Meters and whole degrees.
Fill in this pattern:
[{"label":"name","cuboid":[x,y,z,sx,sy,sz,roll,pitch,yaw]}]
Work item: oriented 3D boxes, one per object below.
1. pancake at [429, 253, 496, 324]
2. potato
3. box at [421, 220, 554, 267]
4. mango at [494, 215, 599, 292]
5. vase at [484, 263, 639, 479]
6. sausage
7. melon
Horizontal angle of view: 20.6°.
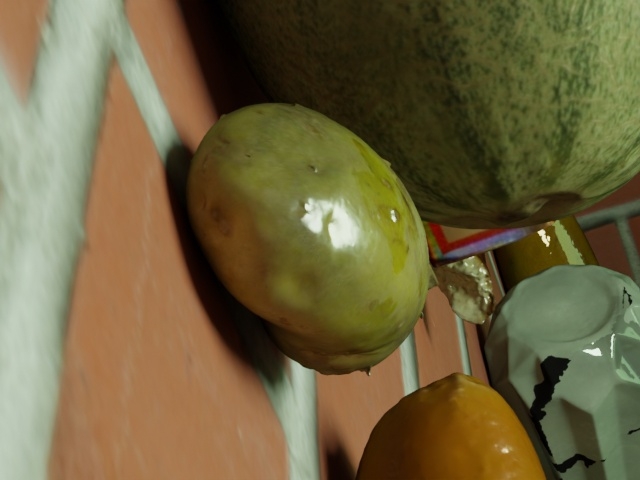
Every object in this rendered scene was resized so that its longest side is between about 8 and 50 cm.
[{"label":"pancake","cuboid":[0.063,-0.091,1.223,0.212,0.056,0.257,-74,147,-67]},{"label":"potato","cuboid":[0.000,0.000,0.640,0.138,0.070,0.091,51,24,-67]},{"label":"box","cuboid":[0.066,-0.161,1.097,0.313,0.089,0.197,67,22,-8]},{"label":"mango","cuboid":[0.264,0.016,2.102,0.253,0.113,0.138,65,14,-6]},{"label":"vase","cuboid":[0.258,0.191,1.641,0.165,0.165,0.360,-95,169,-51]},{"label":"sausage","cuboid":[0.064,0.161,0.688,0.098,0.098,0.238,59,19,-58]},{"label":"melon","cuboid":[0.060,-0.166,0.765,0.248,0.249,0.329,41,37,-74]}]
